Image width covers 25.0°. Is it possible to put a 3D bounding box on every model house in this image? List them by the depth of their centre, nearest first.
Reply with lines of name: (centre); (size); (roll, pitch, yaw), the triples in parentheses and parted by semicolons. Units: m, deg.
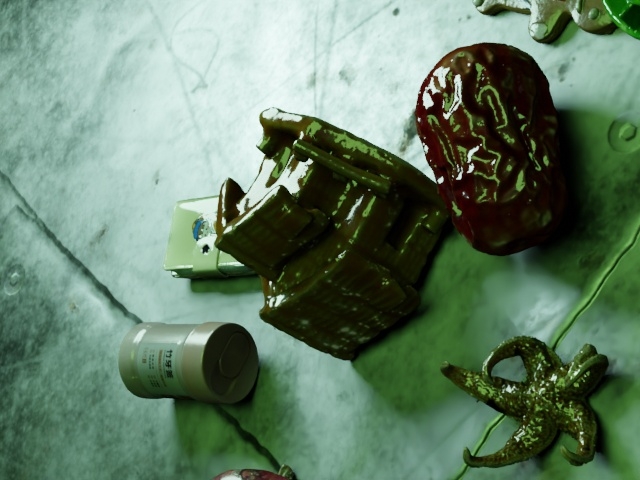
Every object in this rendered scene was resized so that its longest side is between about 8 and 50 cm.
model house: (0.001, -0.002, 1.624); (0.220, 0.199, 0.229); (13, 77, 55)

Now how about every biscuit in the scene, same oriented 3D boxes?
biscuit: (0.266, -0.289, 1.621); (0.205, 0.031, 0.138); (35, 96, 42)

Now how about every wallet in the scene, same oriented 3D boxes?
wallet: (-0.127, -0.005, 1.833); (0.155, 0.039, 0.110); (-5, 66, 39)

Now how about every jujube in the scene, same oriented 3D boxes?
jujube: (0.185, -0.096, 1.533); (0.155, 0.155, 0.230); (-28, 64, 29)

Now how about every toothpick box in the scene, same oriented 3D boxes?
toothpick box: (-0.161, 0.147, 1.757); (0.149, 0.098, 0.098); (-2, 71, 41)

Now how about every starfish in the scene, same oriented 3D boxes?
starfish: (0.202, 0.166, 1.453); (0.190, 0.074, 0.146); (6, 75, 42)

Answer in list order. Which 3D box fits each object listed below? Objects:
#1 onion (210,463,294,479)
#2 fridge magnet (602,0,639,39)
onion: (-0.064, 0.299, 1.612); (0.150, 0.150, 0.140); (-30, 24, 28)
fridge magnet: (0.378, -0.299, 1.485); (0.208, 0.088, 0.208); (-16, 62, 33)
